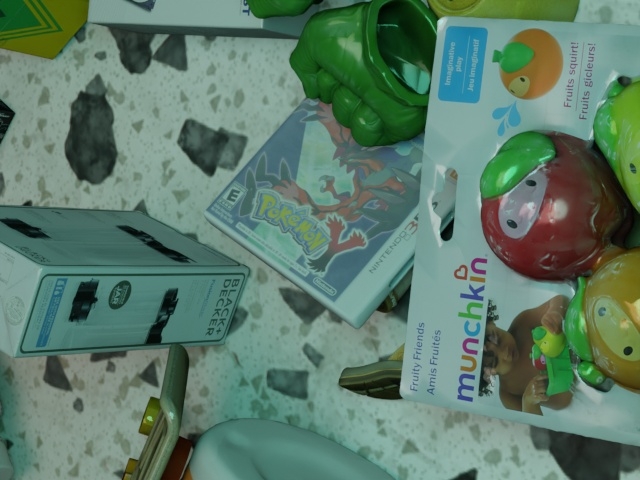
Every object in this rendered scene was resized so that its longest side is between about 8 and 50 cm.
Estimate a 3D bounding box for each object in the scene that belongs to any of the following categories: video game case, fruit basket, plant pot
[{"bbox_3d":[0.019,-0.041,1.417,0.201,0.023,0.183,35,78,32],"label":"video game case"},{"bbox_3d":[0.222,-0.006,1.193,0.353,0.165,0.327,8,94,27],"label":"fruit basket"},{"bbox_3d":[0.143,-0.220,1.342,0.134,0.095,0.134,-2,86,36],"label":"plant pot"}]

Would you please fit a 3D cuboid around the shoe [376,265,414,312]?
[{"bbox_3d":[0.000,0.000,1.463,0.219,0.076,0.058,28,69,33],"label":"shoe"}]

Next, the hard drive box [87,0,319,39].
[{"bbox_3d":[-0.111,-0.295,1.535,0.232,0.089,0.181,7,92,36],"label":"hard drive box"}]

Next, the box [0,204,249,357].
[{"bbox_3d":[-0.225,0.035,1.480,0.169,0.290,0.087,26,104,32],"label":"box"}]

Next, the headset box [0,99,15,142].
[{"bbox_3d":[-0.391,-0.127,1.766,0.062,0.032,0.083,41,110,30],"label":"headset box"}]

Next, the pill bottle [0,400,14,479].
[{"bbox_3d":[-0.426,0.172,1.717,0.131,0.131,0.229,-38,67,29],"label":"pill bottle"}]

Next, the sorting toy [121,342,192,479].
[{"bbox_3d":[-0.158,0.217,1.459,0.041,0.307,0.229,18,100,-6],"label":"sorting toy"}]

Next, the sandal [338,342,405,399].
[{"bbox_3d":[0.093,0.111,1.390,0.180,0.072,0.049,-8,62,40],"label":"sandal"}]

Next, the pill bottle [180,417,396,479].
[{"bbox_3d":[-0.078,0.379,1.397,0.224,0.224,0.392,32,106,33],"label":"pill bottle"}]

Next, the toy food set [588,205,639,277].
[{"bbox_3d":[0.275,-0.002,1.278,0.192,0.038,0.132,-13,85,24],"label":"toy food set"}]

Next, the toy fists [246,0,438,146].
[{"bbox_3d":[0.006,-0.207,1.366,0.279,0.096,0.142,56,159,-3],"label":"toy fists"}]

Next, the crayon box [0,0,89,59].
[{"bbox_3d":[-0.437,-0.375,1.636,0.106,0.313,0.363,-41,65,24],"label":"crayon box"}]
